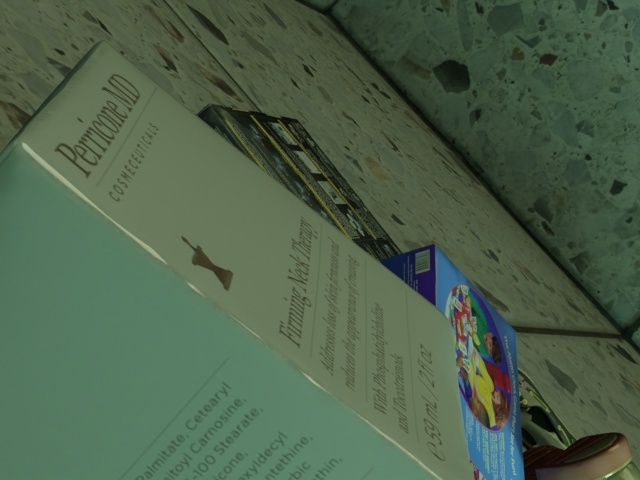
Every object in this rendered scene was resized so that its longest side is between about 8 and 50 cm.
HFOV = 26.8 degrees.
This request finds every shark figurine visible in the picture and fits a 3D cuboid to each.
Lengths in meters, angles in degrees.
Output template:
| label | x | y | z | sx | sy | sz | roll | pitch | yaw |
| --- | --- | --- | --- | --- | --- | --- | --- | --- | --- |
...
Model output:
| label | x | y | z | sx | sy | sz | roll | pitch | yaw |
| --- | --- | --- | --- | --- | --- | --- | --- | --- | --- |
| shark figurine | 0.358 | 0.371 | 2.035 | 0.278 | 0.116 | 0.166 | 52 | -17 | 4 |

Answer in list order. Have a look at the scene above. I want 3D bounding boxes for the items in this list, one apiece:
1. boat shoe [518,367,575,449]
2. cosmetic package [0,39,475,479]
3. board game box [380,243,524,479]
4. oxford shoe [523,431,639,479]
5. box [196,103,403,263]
| label | x | y | z | sx | sy | sz | roll | pitch | yaw |
| --- | --- | --- | --- | --- | --- | --- | --- | --- | --- |
| boat shoe | 0.338 | 0.281 | 2.234 | 0.228 | 0.081 | 0.068 | 45 | 11 | -3 |
| cosmetic package | -0.138 | 0.118 | 1.035 | 0.394 | 0.327 | 0.329 | 39 | 16 | -12 |
| board game box | 0.159 | 0.212 | 1.602 | 0.233 | 0.078 | 0.347 | 44 | 38 | -43 |
| oxford shoe | 0.294 | 0.337 | 1.720 | 0.130 | 0.123 | 0.348 | 62 | -23 | 2 |
| box | 0.000 | 0.000 | 1.799 | 0.395 | 0.097 | 0.318 | 53 | 15 | 11 |
